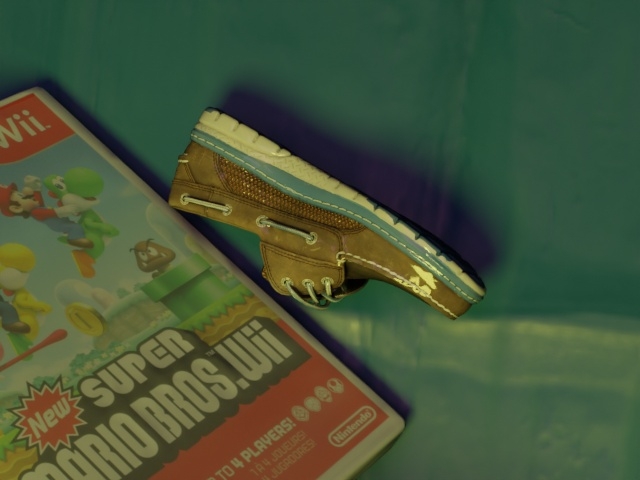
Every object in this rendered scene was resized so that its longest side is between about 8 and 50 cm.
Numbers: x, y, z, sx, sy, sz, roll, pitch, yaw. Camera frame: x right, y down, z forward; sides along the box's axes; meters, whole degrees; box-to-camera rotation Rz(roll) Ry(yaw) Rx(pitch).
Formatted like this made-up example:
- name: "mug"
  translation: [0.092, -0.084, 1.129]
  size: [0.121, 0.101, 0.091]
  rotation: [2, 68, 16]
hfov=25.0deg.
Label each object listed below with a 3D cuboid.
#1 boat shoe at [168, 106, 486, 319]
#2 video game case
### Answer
- name: "boat shoe"
  translation: [0.000, 0.000, 0.753]
  size: [0.183, 0.066, 0.066]
  rotation: [31, 92, 25]
- name: "video game case"
  translation: [-0.119, 0.048, 0.713]
  size: [0.285, 0.204, 0.025]
  rotation: [41, 133, 15]
